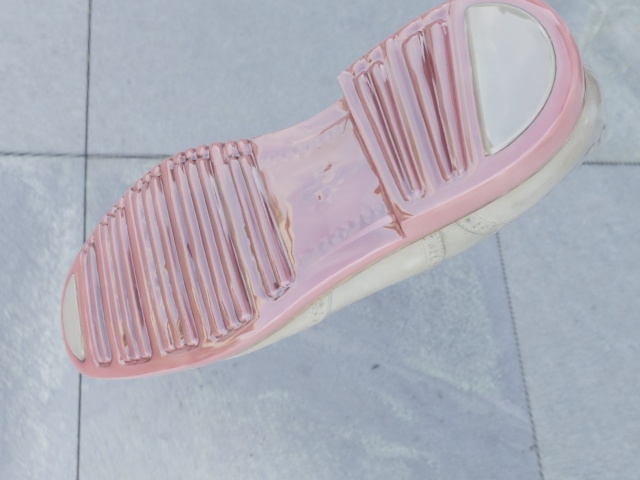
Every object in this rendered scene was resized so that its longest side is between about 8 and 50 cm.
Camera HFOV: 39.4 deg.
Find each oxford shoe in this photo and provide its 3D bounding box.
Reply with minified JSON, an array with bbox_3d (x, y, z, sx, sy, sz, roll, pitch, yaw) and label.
[{"bbox_3d":[0.000,0.000,0.504,0.348,0.130,0.123,-24,67,27],"label":"oxford shoe"}]
